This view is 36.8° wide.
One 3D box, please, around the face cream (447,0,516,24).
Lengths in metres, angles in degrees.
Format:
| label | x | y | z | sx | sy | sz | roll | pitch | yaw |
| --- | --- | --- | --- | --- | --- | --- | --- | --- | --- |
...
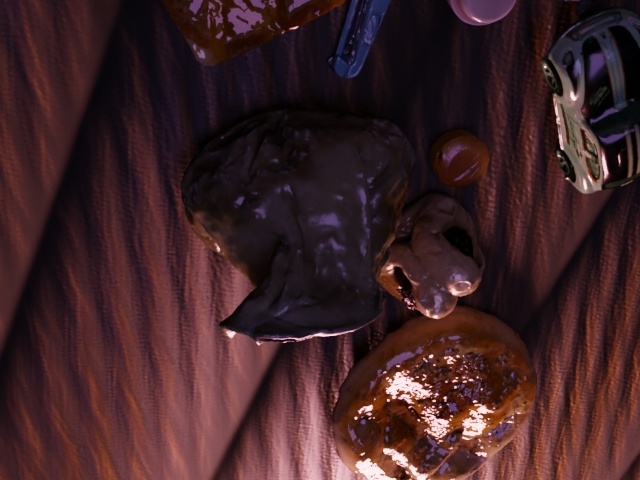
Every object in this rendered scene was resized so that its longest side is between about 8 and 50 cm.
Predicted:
| label | x | y | z | sx | sy | sz | roll | pitch | yaw |
| --- | --- | --- | --- | --- | --- | --- | --- | --- | --- |
| face cream | 0.199 | -0.323 | 1.216 | 0.091 | 0.095 | 0.091 | -7 | 123 | -11 |

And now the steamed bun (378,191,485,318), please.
| label | x | y | z | sx | sy | sz | roll | pitch | yaw |
| --- | --- | --- | --- | --- | --- | --- | --- | --- | --- |
| steamed bun | 0.167 | 0.039 | 1.405 | 0.172 | 0.155 | 0.141 | -38 | 123 | 9 |

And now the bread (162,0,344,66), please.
| label | x | y | z | sx | sy | sz | roll | pitch | yaw |
| --- | --- | --- | --- | --- | --- | --- | --- | --- | --- |
| bread | -0.068 | -0.372 | 1.024 | 0.279 | 0.207 | 0.279 | -23 | 117 | 4 |

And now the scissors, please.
| label | x | y | z | sx | sy | sz | roll | pitch | yaw |
| --- | --- | --- | --- | --- | --- | --- | --- | --- | --- |
| scissors | 0.085 | -0.380 | 1.187 | 0.180 | 0.032 | 0.393 | 10 | 119 | -20 |

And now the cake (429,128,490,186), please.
| label | x | y | z | sx | sy | sz | roll | pitch | yaw |
| --- | --- | --- | --- | --- | --- | --- | --- | --- | --- |
| cake | 0.198 | -0.118 | 1.380 | 0.084 | 0.044 | 0.084 | -8 | 125 | -12 |

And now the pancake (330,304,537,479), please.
| label | x | y | z | sx | sy | sz | roll | pitch | yaw |
| --- | --- | --- | --- | --- | --- | --- | --- | --- | --- |
| pancake | 0.196 | 0.282 | 1.613 | 0.387 | 0.082 | 0.387 | -9 | 125 | -14 |

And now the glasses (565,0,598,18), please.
| label | x | y | z | sx | sy | sz | roll | pitch | yaw |
| --- | --- | --- | --- | --- | --- | --- | --- | --- | --- |
| glasses | 0.393 | -0.364 | 1.148 | 0.234 | 0.268 | 0.118 | -41 | 104 | 14 |

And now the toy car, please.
| label | x | y | z | sx | sy | sz | roll | pitch | yaw |
| --- | --- | --- | --- | --- | --- | --- | --- | --- | --- |
| toy car | 0.402 | -0.174 | 1.331 | 0.136 | 0.125 | 0.306 | -24 | 139 | 0 |

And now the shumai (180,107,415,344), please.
| label | x | y | z | sx | sy | sz | roll | pitch | yaw |
| --- | --- | --- | --- | --- | --- | --- | --- | --- | --- |
| shumai | 0.000 | 0.000 | 1.252 | 0.330 | 0.288 | 0.292 | -26 | 124 | 4 |
